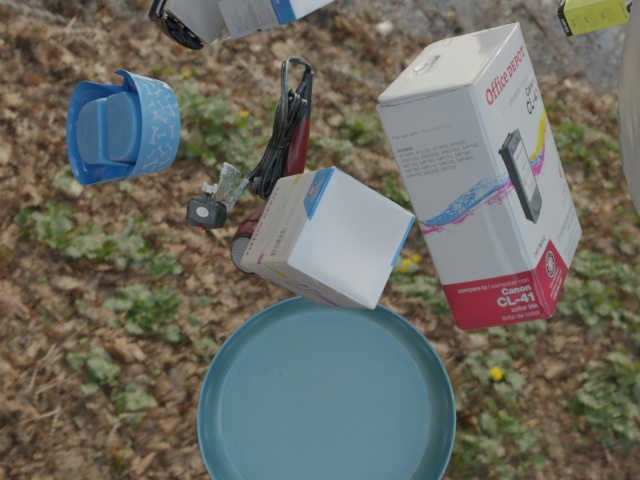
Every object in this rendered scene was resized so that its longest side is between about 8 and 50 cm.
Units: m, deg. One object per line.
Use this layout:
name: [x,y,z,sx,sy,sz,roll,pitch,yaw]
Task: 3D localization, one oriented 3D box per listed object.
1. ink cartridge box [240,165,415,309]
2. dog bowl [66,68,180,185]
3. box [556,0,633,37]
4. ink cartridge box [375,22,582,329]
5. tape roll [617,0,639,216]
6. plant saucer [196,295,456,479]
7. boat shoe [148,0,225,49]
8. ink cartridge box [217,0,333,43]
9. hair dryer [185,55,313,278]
ink cartridge box: [0.000,0.000,0.952,0.090,0.143,0.092,29,79,-19]
dog bowl: [-0.307,-0.171,1.670,0.074,0.297,0.166,-2,91,-33]
box: [0.533,-0.424,1.866,0.058,0.232,0.087,55,39,-34]
ink cartridge box: [0.204,-0.079,1.315,0.226,0.131,0.306,-52,127,-52]
tape roll: [0.312,-0.121,0.735,0.100,0.286,0.286,5,62,-11]
plant saucer: [0.007,0.219,1.334,0.317,0.044,0.318,0,94,-1]
boat shoe: [-0.151,-0.451,1.681,0.127,0.158,0.340,40,82,-26]
ink cartridge box: [-0.075,-0.348,1.579,0.104,0.180,0.060,-38,113,-40]
hair dryer: [-0.030,-0.058,1.232,0.080,0.293,0.224,32,83,20]
